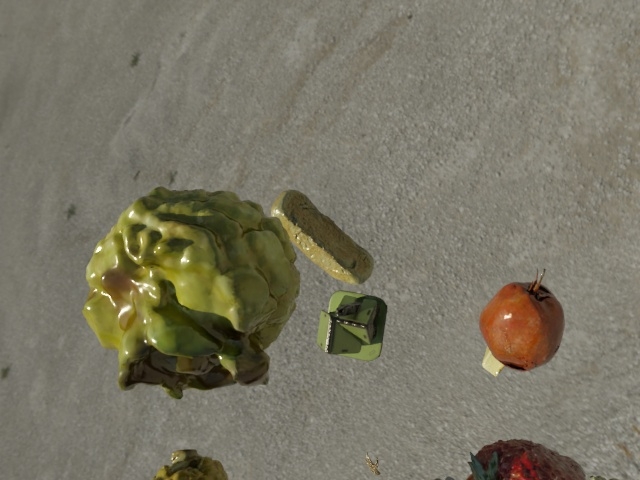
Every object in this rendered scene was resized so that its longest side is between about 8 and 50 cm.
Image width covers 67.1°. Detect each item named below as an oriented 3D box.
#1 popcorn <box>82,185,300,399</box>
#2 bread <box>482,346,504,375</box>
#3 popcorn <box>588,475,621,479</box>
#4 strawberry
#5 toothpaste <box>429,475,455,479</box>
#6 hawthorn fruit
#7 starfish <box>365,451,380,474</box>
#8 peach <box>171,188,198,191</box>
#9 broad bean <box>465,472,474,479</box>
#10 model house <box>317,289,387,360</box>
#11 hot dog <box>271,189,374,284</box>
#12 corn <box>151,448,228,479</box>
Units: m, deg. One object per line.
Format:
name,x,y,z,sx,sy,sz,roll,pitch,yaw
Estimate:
popcorn,-0.154,0.060,0.596,0.270,0.224,0.258,27,97,23
bread,0.595,0.354,1.587,0.068,0.188,0.126,31,110,17
popcorn,0.559,0.604,0.916,0.247,0.282,0.282,-51,43,29
strawberry,0.288,0.327,0.662,0.148,0.131,0.131,-29,47,-9
toothpaste,0.299,0.735,1.405,0.234,0.089,0.057,-44,25,43
hawthorn fruit,0.539,0.198,1.269,0.211,0.299,0.211,3,37,-3
starfish,0.191,0.817,1.763,0.091,0.028,0.078,60,144,2
peach,-0.282,-0.039,0.998,0.118,0.151,0.151,-28,49,0
broad bean,0.387,0.632,1.153,0.114,0.084,0.165,32,61,20
model house,0.074,0.279,1.490,0.204,0.278,0.219,7,90,19
hot dog,0.000,0.000,0.972,0.084,0.242,0.073,-54,7,-35
corn,-0.139,0.424,0.528,0.120,0.120,0.364,-23,62,23
